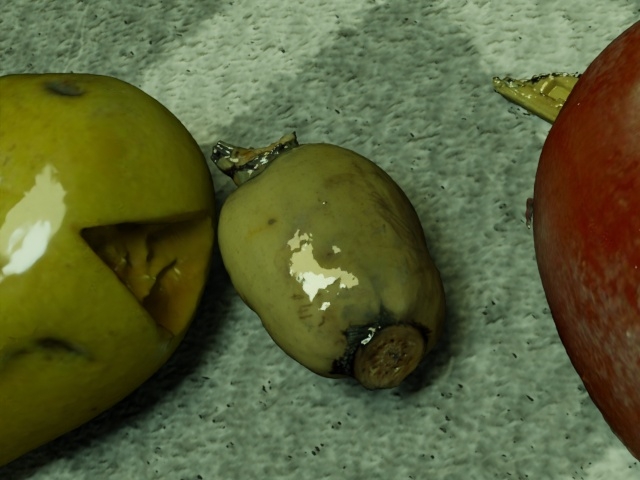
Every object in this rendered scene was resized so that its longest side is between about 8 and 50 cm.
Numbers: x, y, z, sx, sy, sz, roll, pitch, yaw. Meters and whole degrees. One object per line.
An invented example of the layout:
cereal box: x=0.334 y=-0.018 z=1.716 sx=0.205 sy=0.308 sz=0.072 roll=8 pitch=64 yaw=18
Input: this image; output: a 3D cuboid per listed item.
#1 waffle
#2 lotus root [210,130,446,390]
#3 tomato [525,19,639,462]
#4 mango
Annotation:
waffle: x=0.195 y=-0.101 z=1.105 sx=0.097 sy=0.023 sz=0.153 roll=-48 pitch=51 yaw=-8
lotus root: x=0.000 y=0.000 z=1.085 sx=0.118 sy=0.125 sz=0.221 roll=-49 pitch=52 yaw=27
tomato: x=0.266 y=-0.027 z=0.931 sx=0.338 sy=0.143 sz=0.338 roll=-8 pitch=61 yaw=14
mango: x=-0.229 y=0.040 z=1.159 sx=0.365 sy=0.182 sz=0.253 roll=-47 pitch=53 yaw=9
